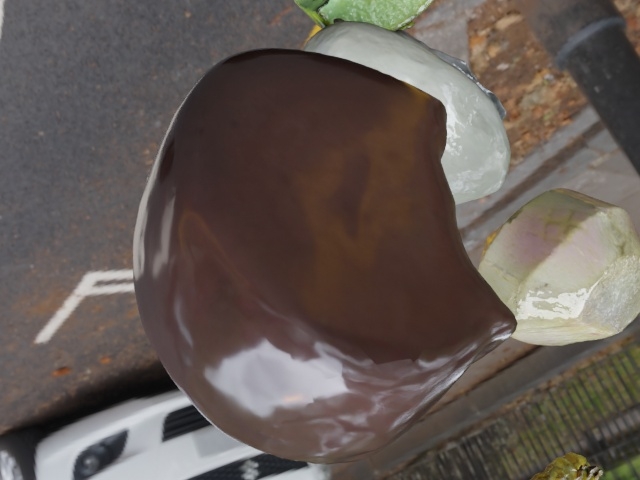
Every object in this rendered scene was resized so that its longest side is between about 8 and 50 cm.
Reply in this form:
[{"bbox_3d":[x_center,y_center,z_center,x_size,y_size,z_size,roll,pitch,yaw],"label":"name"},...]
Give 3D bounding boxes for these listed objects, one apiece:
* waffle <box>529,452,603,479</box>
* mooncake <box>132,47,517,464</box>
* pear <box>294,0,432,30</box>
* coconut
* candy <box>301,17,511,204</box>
[{"bbox_3d":[0.318,0.458,1.257,0.329,0.062,0.329,-27,132,-35],"label":"waffle"},{"bbox_3d":[0.000,0.000,0.699,0.334,0.326,0.174,-28,162,-41],"label":"mooncake"},{"bbox_3d":[0.079,-0.567,1.603,0.342,0.318,0.238,-50,138,11],"label":"pear"},{"bbox_3d":[0.353,0.042,1.272,0.259,0.259,0.259,-20,158,-8],"label":"coconut"},{"bbox_3d":[0.141,-0.198,1.545,0.386,0.427,0.186,98,17,-62],"label":"candy"}]
